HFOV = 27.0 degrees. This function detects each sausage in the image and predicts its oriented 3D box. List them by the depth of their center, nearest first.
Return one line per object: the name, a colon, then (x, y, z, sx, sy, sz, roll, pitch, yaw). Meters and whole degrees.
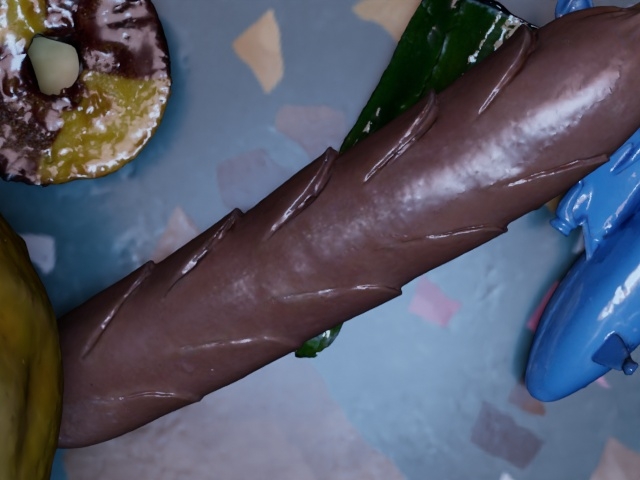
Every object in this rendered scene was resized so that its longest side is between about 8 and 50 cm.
sausage: (0.002, 0.001, 0.698, 0.433, 0.088, 0.088, -31, 91, 18)

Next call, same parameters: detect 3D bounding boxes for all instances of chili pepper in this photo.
chili pepper: (0.042, -0.030, 0.751, 0.088, 0.059, 0.227, 32, 96, 39)

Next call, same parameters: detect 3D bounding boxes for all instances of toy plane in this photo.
toy plane: (0.204, -0.020, 0.736, 0.254, 0.105, 0.271, 35, 87, -15)

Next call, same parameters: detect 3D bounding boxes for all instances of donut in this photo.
donut: (-0.149, -0.098, 0.751, 0.140, 0.059, 0.140, 0, 91, 0)

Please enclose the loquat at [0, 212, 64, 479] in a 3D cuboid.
loquat: (-0.284, 0.075, 0.622, 0.328, 0.328, 0.329, 0, 91, 0)
